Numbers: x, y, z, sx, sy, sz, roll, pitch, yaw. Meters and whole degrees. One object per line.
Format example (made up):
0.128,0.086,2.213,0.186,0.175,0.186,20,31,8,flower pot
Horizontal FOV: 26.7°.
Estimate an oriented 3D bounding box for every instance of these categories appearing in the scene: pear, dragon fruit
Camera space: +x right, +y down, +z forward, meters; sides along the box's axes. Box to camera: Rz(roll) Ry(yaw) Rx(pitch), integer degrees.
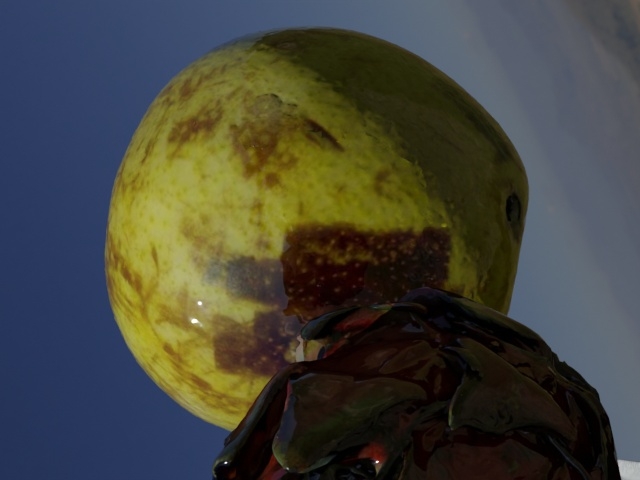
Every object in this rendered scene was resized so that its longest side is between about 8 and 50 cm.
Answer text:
0.000,0.000,0.876,0.283,0.283,0.283,58,-166,-23,pear
0.036,0.111,0.533,0.188,0.182,0.182,-51,-56,-29,dragon fruit

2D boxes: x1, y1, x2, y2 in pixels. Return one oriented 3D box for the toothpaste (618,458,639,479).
0.265,0.347,1.148,0.056,0.058,0.314,79,-159,-80,toothpaste
